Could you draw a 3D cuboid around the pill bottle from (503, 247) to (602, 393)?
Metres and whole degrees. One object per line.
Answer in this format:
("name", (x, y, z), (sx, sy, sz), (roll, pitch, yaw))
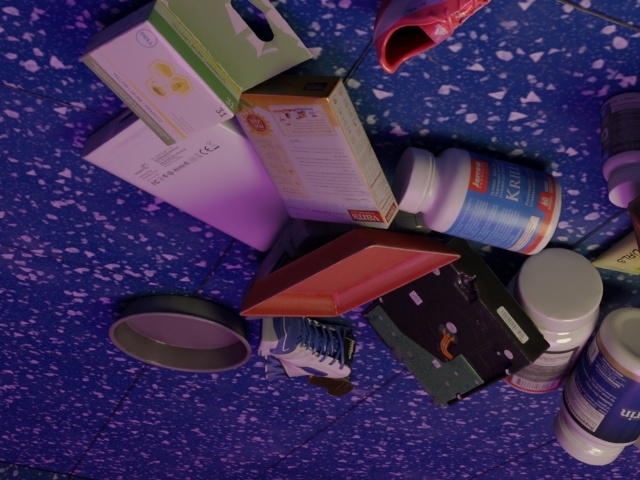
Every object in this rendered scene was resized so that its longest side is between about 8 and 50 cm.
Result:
("pill bottle", (0.385, 0.138, 1.724), (0.161, 0.161, 0.283), (4, 149, 4))

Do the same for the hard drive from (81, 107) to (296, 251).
("hard drive", (-0.148, -0.102, 1.522), (0.353, 0.047, 0.233), (29, 143, -34))

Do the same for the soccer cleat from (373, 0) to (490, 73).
("soccer cleat", (0.154, -0.271, 1.114), (0.083, 0.095, 0.248), (28, 145, -33))

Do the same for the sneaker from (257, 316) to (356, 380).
("sneaker", (-0.022, 0.190, 1.955), (0.182, 0.127, 0.315), (0, 157, 3))

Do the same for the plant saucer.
("plant saucer", (0.042, 0.048, 1.526), (0.258, 0.047, 0.259), (-28, 159, 31))

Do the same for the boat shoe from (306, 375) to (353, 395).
("boat shoe", (0.019, 0.300, 2.212), (0.056, 0.048, 0.153), (-38, 140, 21))

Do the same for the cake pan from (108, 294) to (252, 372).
("cake pan", (-0.283, 0.191, 2.059), (0.293, 0.054, 0.293), (5, 150, 3))

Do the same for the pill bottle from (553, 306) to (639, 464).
("pill bottle", (0.499, 0.252, 1.700), (0.153, 0.153, 0.264), (10, 131, -7))

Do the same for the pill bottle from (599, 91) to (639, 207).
("pill bottle", (0.402, -0.115, 1.297), (0.078, 0.137, 0.078), (5, 150, 3))

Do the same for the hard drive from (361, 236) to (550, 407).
("hard drive", (0.220, 0.149, 1.725), (0.237, 0.064, 0.339), (51, 150, 6))

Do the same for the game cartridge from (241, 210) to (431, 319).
("game cartridge", (0.016, 0.044, 1.664), (0.230, 0.068, 0.355), (-9, 158, -24))

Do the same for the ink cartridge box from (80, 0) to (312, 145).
("ink cartridge box", (-0.154, -0.226, 1.246), (0.235, 0.056, 0.171), (-19, 130, 33))

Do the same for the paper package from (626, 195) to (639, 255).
("paper package", (0.583, -0.008, 1.286), (0.325, 0.168, 0.309), (-34, 144, 2))

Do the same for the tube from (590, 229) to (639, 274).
("tube", (0.517, 0.004, 1.572), (0.070, 0.062, 0.240), (49, 154, 8))

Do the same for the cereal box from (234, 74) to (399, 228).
("cereal box", (-0.009, -0.119, 1.364), (0.173, 0.047, 0.240), (8, 142, 34))

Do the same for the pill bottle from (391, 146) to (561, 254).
("pill bottle", (0.219, -0.062, 1.440), (0.222, 0.124, 0.124), (13, 150, -13))

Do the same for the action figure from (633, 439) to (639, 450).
("action figure", (0.589, 0.260, 1.817), (0.276, 0.248, 0.370), (30, 140, -34))
